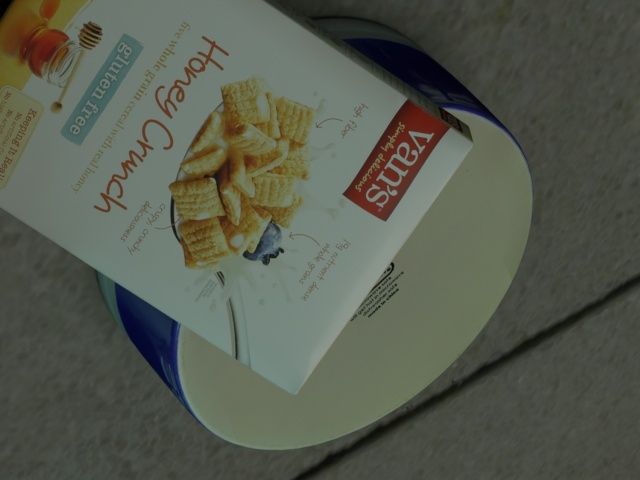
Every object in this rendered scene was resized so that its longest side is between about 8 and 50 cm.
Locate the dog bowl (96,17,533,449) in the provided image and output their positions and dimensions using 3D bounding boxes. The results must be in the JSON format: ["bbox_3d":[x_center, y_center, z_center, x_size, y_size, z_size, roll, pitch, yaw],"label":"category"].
[{"bbox_3d":[0.000,0.000,1.054,0.265,0.104,0.265,-23,136,-23],"label":"dog bowl"}]

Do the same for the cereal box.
[{"bbox_3d":[-0.064,-0.052,0.889,0.240,0.047,0.173,33,104,-7],"label":"cereal box"}]
